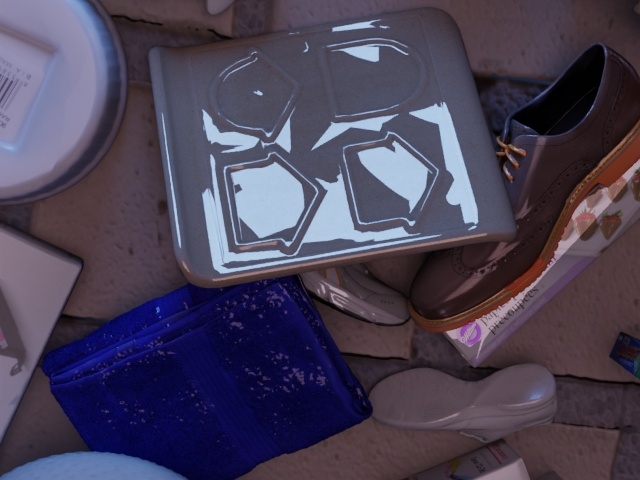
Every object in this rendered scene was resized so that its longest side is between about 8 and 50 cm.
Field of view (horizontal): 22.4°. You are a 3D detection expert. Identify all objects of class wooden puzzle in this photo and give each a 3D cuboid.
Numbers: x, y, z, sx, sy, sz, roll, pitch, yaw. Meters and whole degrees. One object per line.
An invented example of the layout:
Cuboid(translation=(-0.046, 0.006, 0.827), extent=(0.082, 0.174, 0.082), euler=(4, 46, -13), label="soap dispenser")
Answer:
Cuboid(translation=(0.006, -0.093, 1.705), extent=(0.348, 0.080, 0.322), euler=(-7, 54, -6), label="wooden puzzle")

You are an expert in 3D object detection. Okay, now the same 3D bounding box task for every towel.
Cuboid(translation=(-0.126, 0.160, 1.739), extent=(0.308, 0.076, 0.228), euler=(-26, 104, 16), label="towel")

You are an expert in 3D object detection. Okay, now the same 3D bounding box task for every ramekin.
Cuboid(translation=(-0.344, -0.170, 1.709), extent=(0.277, 0.135, 0.277), euler=(0, 95, -4), label="ramekin")

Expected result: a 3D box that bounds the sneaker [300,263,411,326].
Cuboid(translation=(0.000, 0.000, 1.773), extent=(0.262, 0.099, 0.121), euler=(30, 86, -9), label="sneaker")

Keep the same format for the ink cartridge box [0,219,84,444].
Cuboid(translation=(-0.423, 0.097, 1.769), extent=(0.239, 0.060, 0.275), euler=(25, 93, -7), label="ink cartridge box")

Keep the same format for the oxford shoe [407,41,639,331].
Cuboid(translation=(0.208, -0.061, 1.743), extent=(0.364, 0.130, 0.133), euler=(-49, 132, -7), label="oxford shoe")

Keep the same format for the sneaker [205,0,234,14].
Cuboid(translation=(-0.196, -0.333, 1.704), extent=(0.297, 0.111, 0.129), euler=(23, 110, -14), label="sneaker")

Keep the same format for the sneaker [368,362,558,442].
Cuboid(translation=(0.161, 0.195, 1.817), extent=(0.212, 0.080, 0.094), euler=(-4, 140, 10), label="sneaker")

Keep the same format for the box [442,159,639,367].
Cuboid(translation=(0.266, 0.008, 1.805), extent=(0.324, 0.067, 0.063), euler=(-42, 97, 0), label="box")

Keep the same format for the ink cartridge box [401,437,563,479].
Cuboid(translation=(0.171, 0.281, 1.799), extent=(0.198, 0.115, 0.067), euler=(-22, 96, -3), label="ink cartridge box")

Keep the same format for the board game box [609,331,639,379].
Cuboid(translation=(0.432, 0.166, 1.796), extent=(0.201, 0.136, 0.035), euler=(23, 94, -7), label="board game box")

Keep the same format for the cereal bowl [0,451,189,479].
Cuboid(translation=(-0.226, 0.351, 1.736), extent=(0.339, 0.141, 0.339), euler=(4, 124, 6), label="cereal bowl")

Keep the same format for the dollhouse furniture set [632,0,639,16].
Cuboid(translation=(0.279, -0.428, 1.630), extent=(0.394, 0.362, 0.256), euler=(38, 94, 23), label="dollhouse furniture set")
